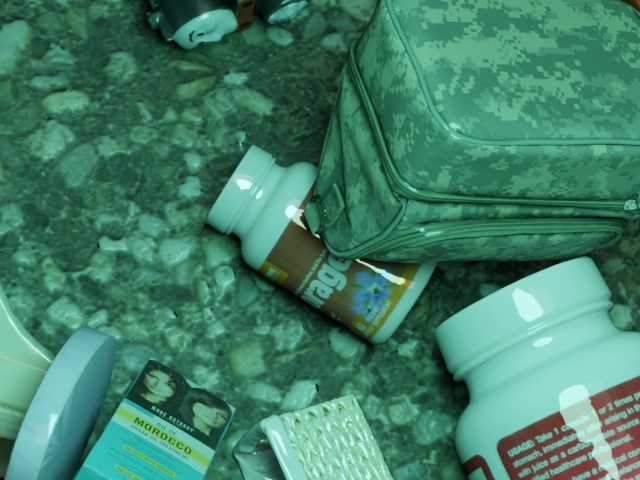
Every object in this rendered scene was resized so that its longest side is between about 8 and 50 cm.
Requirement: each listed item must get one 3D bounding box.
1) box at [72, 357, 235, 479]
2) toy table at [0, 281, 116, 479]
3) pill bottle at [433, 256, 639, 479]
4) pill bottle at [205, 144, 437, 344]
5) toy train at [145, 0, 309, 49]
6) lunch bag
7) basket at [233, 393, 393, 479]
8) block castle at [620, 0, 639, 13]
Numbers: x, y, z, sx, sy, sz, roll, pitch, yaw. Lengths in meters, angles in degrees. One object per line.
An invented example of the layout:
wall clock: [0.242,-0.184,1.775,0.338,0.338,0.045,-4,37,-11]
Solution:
box: [-0.152,0.196,1.632,0.100,0.244,0.060,31,110,-3]
toy table: [-0.290,0.143,1.600,0.161,0.274,0.252,20,83,1]
pill bottle: [0.269,0.235,1.725,0.229,0.229,0.408,-20,78,-20]
pill bottle: [0.000,0.000,1.794,0.216,0.121,0.121,32,66,-2]
toy train: [-0.141,-0.357,1.882,0.190,0.142,0.334,-24,81,-9]
lunch bag: [0.161,-0.085,1.688,0.305,0.256,0.212,-1,55,-27]
basket: [0.005,0.241,1.717,0.103,0.113,0.167,-18,77,-24]
block castle: [0.460,-0.328,1.934,0.453,0.303,0.213,-26,79,-22]
